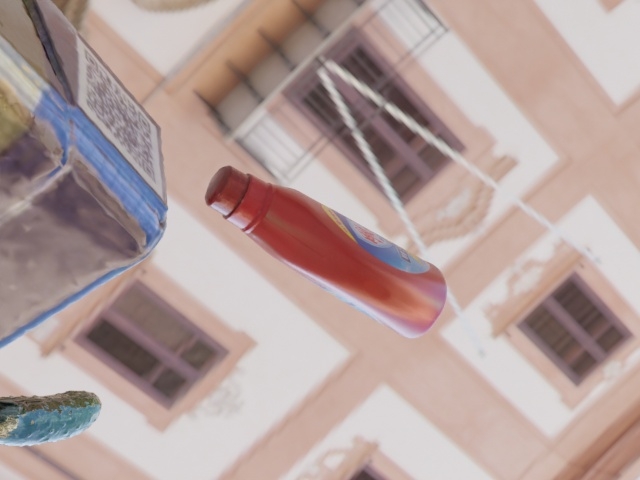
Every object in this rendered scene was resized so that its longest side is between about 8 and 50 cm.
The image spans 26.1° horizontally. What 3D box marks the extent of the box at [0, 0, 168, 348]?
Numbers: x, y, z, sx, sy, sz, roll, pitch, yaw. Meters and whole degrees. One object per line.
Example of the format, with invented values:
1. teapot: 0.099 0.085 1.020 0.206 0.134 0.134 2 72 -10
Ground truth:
1. box: -0.173 -0.053 0.311 0.168 0.259 0.071 -31 -143 10

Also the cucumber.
1. cucumber: -0.202 0.127 0.974 0.037 0.155 0.037 -1 -93 28

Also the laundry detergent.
1. laundry detergent: 0.000 0.000 0.874 0.049 0.165 0.097 -56 -159 7
